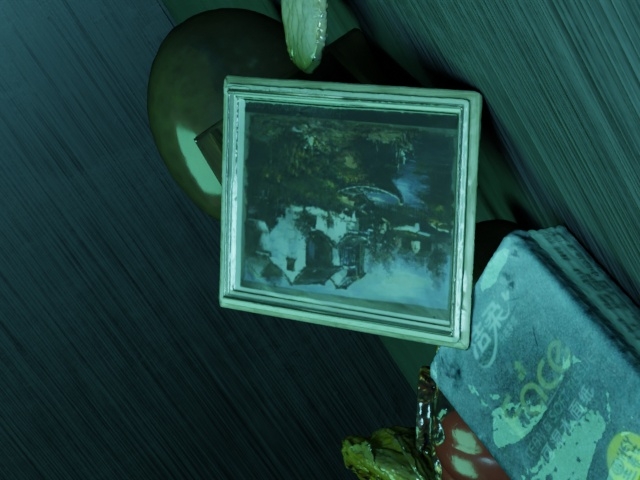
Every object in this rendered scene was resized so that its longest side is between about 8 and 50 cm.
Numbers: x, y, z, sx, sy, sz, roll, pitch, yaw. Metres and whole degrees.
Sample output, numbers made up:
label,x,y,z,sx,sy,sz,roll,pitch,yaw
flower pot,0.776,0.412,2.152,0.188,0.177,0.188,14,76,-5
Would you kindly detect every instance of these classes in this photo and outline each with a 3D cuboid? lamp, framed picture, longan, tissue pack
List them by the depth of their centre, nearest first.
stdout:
label,x,y,z,sx,sy,sz,roll,pitch,yaw
tissue pack,0.221,0.136,1.382,0.081,0.185,0.257,-4,-137,-40
framed picture,0.015,-0.031,1.487,0.296,0.019,0.232,7,99,38
lamp,0.209,0.189,1.759,0.227,0.227,0.227,55,176,6
longan,-0.093,-0.157,2.084,0.300,0.243,0.300,-15,-90,-74

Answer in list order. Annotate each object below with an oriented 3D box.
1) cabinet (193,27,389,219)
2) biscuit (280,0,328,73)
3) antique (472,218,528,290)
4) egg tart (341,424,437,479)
label,x,y,z,sx,sy,sz,roll,pitch,yaw
cabinet,0.013,-0.082,1.673,0.175,0.215,0.148,50,173,48
biscuit,-0.019,-0.244,1.648,0.152,0.020,0.152,175,90,-74
antique,0.208,0.088,1.548,0.143,0.121,0.257,80,164,-58
egg tart,0.161,0.380,2.593,0.297,0.132,0.297,41,171,8
